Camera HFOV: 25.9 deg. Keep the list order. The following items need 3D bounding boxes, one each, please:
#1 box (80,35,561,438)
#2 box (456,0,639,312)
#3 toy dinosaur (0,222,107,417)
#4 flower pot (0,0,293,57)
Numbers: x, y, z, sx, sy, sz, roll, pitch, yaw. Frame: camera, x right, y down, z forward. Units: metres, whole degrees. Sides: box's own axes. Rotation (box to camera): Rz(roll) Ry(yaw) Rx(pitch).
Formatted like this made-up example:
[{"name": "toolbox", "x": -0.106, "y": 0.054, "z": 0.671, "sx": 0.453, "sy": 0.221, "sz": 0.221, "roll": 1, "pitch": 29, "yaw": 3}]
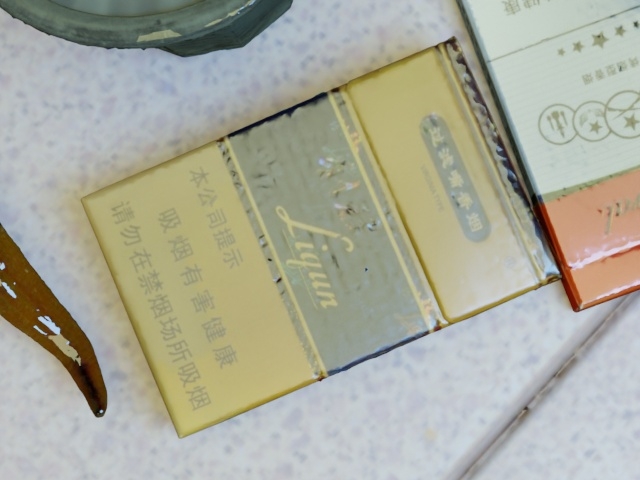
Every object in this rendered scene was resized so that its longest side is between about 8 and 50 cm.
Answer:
[{"name": "box", "x": 0.000, "y": 0.000, "z": 0.813, "sx": 0.237, "sy": 0.070, "sz": 0.152, "roll": -23, "pitch": 85, "yaw": 3}, {"name": "box", "x": 0.171, "y": -0.094, "z": 0.826, "sx": 0.139, "sy": 0.035, "sz": 0.245, "roll": -21, "pitch": 85, "yaw": 0}, {"name": "toy dinosaur", "x": -0.283, "y": -0.077, "z": 0.820, "sx": 0.208, "sy": 0.097, "sz": 0.432, "roll": -16, "pitch": 89, "yaw": -8}, {"name": "flower pot", "x": -0.091, "y": -0.190, "z": 0.762, "sx": 0.212, "sy": 0.202, "sz": 0.212, "roll": 0, "pitch": 87, "yaw": 1}]
